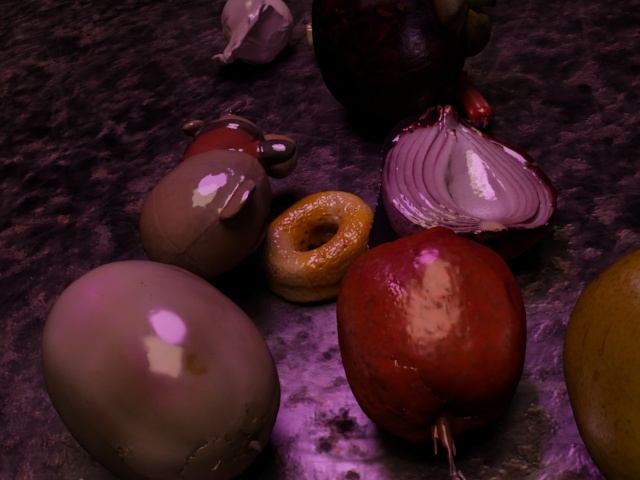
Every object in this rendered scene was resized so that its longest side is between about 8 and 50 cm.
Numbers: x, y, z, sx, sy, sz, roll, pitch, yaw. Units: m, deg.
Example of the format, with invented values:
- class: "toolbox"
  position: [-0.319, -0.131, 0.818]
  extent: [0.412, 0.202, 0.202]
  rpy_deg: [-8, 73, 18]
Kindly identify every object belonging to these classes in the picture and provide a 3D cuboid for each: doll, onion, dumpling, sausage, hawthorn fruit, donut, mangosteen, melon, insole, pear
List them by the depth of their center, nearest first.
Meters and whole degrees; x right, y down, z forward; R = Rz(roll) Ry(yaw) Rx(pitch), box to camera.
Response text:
- class: "pear"
  position: [0.360, 0.120, 0.655]
  extent: [0.294, 0.294, 0.294]
  rpy_deg: [-9, 41, 7]
- class: "hawthorn fruit"
  position: [0.120, 0.123, 0.779]
  extent: [0.211, 0.211, 0.299]
  rpy_deg: [-9, 51, 7]
- class: "melon"
  position: [-0.180, 0.145, 0.818]
  extent: [0.223, 0.223, 0.317]
  rpy_deg: [-38, 49, -25]
- class: "onion"
  position: [0.190, -0.072, 1.017]
  extent: [0.227, 0.120, 0.283]
  rpy_deg: [3, 48, -6]
- class: "doll"
  position: [-0.142, -0.074, 1.036]
  extent: [0.235, 0.174, 0.330]
  rpy_deg: [-35, 22, 26]
- class: "donut"
  position: [0.001, 0.000, 1.039]
  extent: [0.190, 0.074, 0.174]
  rpy_deg: [-30, 43, -16]
- class: "insole"
  position: [0.127, -0.069, 1.073]
  extent: [0.009, 0.119, 0.348]
  rpy_deg: [-40, 24, 44]
- class: "mangosteen"
  position: [0.133, -0.344, 1.225]
  extent: [0.300, 0.300, 0.300]
  rpy_deg: [-9, 41, 7]
- class: "sausage"
  position: [0.259, -0.235, 1.248]
  extent: [0.048, 0.050, 0.145]
  rpy_deg: [19, 32, -25]
- class: "dumpling"
  position: [-0.149, -0.429, 1.524]
  extent: [0.193, 0.147, 0.258]
  rpy_deg: [-46, 12, 15]

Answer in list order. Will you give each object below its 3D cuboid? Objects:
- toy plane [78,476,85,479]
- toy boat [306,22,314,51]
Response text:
- class: "toy plane"
  position: [-0.205, 0.310, 0.732]
  extent: [0.182, 0.107, 0.273]
  rpy_deg: [-20, 36, -14]
- class: "toy boat"
  position: [0.112, -0.419, 1.477]
  extent: [0.276, 0.084, 0.111]
  rpy_deg: [-14, 43, 6]
